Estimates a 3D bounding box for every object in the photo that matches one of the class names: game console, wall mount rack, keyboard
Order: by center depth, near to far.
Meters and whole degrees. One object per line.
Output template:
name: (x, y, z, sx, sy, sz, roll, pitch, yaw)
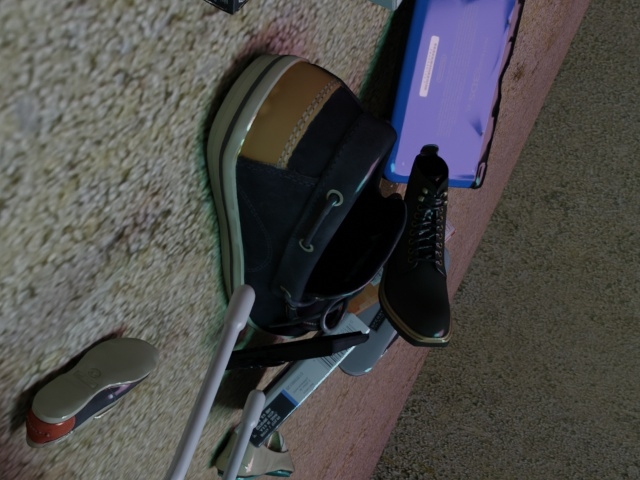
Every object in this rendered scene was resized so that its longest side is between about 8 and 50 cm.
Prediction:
wall mount rack: (-0.148, 0.203, 0.707, 0.304, 0.130, 0.350, -29, 153, -19)
keyboard: (-0.043, 0.126, 1.012, 0.108, 0.180, 0.023, -12, 88, -52)
game console: (0.158, -0.229, 1.173, 0.250, 0.173, 0.293, 2, 105, -35)

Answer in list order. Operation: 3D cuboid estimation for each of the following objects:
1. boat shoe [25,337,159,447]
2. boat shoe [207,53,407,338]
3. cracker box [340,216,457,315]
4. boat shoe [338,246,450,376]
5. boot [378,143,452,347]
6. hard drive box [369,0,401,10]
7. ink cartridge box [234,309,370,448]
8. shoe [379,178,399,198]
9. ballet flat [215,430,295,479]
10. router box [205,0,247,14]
boat shoe: (-0.187, 0.124, 0.731, 0.137, 0.049, 0.043, -34, 153, -54)
boat shoe: (0.000, 0.000, 0.938, 0.186, 0.156, 0.500, -58, 166, -22)
cracker box: (0.104, 0.033, 1.378, 0.156, 0.067, 0.232, -37, 179, 31)
boat shoe: (0.140, 0.133, 1.703, 0.306, 0.113, 0.105, -58, 171, -8)
boot: (0.110, 0.003, 0.945, 0.198, 0.077, 0.137, -104, -158, -48)
hard drive box: (0.080, -0.343, 0.735, 0.232, 0.089, 0.181, -58, 164, -19)
ink cartridge box: (-0.025, 0.178, 1.184, 0.206, 0.045, 0.208, -47, 179, -4)
shoe: (0.083, -0.098, 1.245, 0.076, 0.058, 0.219, -9, 123, -47)
ballet flat: (-0.089, 0.320, 1.345, 0.086, 0.086, 0.248, -61, 164, -6)
router box: (-0.045, -0.227, 0.593, 0.092, 0.038, 0.122, -54, 169, -28)
